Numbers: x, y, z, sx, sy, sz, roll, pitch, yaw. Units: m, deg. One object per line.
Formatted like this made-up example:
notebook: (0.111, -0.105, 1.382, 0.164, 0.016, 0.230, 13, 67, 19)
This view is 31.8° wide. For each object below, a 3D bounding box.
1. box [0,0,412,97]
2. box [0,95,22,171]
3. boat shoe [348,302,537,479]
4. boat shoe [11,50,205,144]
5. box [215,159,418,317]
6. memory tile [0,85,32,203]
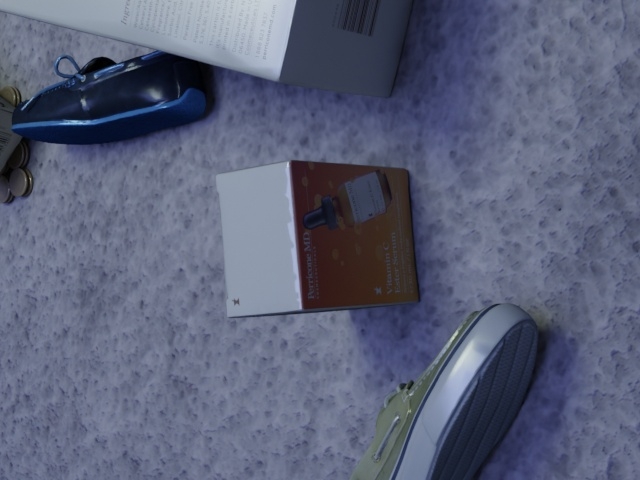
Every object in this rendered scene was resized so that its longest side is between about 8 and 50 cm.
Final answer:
box: (-0.110, -0.255, 1.037, 0.345, 0.215, 0.168, 18, 101, 26)
box: (-0.507, -0.188, 1.412, 0.275, 0.094, 0.113, 34, 95, 15)
boat shoe: (0.088, 0.173, 0.982, 0.094, 0.109, 0.302, 40, 117, 35)
boat shoe: (-0.235, -0.164, 1.267, 0.258, 0.109, 0.089, -5, 79, 23)
box: (0.000, 0.000, 1.011, 0.091, 0.170, 0.130, -8, 86, 39)
memory tile: (-0.418, -0.120, 1.460, 0.113, 0.012, 0.148, -17, 79, 38)
